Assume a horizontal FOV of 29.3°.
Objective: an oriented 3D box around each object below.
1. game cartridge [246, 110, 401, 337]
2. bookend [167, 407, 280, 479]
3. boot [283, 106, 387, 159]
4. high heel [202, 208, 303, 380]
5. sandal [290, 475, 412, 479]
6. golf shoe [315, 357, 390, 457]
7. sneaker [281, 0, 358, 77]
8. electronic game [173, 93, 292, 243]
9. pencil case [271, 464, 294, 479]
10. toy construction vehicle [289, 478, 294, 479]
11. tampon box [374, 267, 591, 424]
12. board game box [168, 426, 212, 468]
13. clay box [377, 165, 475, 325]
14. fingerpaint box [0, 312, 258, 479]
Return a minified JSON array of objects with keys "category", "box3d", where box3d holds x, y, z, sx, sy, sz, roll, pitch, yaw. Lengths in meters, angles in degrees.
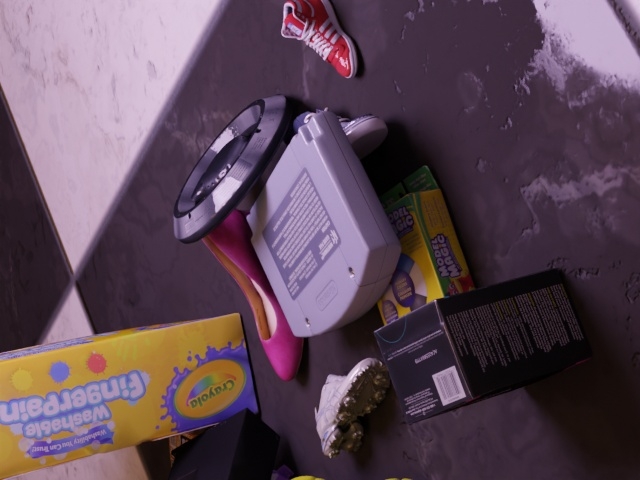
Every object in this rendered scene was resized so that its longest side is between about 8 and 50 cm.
[{"category":"game cartridge","box3d":[0.000,0.000,1.436,0.198,0.062,0.297,61,155,12]},{"category":"bookend","box3d":[-0.145,0.334,1.681,0.156,0.157,0.072,-33,115,28]},{"category":"boot","box3d":[0.009,-0.127,1.464,0.190,0.069,0.086,-37,72,55]},{"category":"high heel","box3d":[-0.096,0.076,1.635,0.082,0.117,0.244,-2,98,56]},{"category":"sandal","box3d":[0.067,0.372,1.504,0.317,0.126,0.138,-2,129,51]},{"category":"golf shoe","box3d":[0.028,0.193,1.536,0.086,0.069,0.176,60,142,35]},{"category":"sneaker","box3d":[-0.004,-0.240,1.453,0.118,0.067,0.042,63,144,22]},{"category":"electronic game","box3d":[-0.113,-0.092,1.564,0.048,0.229,0.229,37,150,-18]},{"category":"pencil case","box3d":[-0.121,0.398,1.750,0.206,0.088,0.086,-32,108,34]},{"category":"toy construction vehicle","box3d":[-0.001,0.367,1.662,0.098,0.035,0.086,-10,80,54]},{"category":"tampon box","box3d":[0.162,0.106,1.223,0.120,0.161,0.101,-36,70,55]},{"category":"board game box","box3d":[-0.169,0.367,1.892,0.193,0.045,0.147,10,108,54]},{"category":"clay box","box3d":[0.109,0.040,1.379,0.127,0.053,0.222,-36,70,55]},{"category":"fingerpaint box","box3d":[-0.379,0.230,1.804,0.371,0.444,0.163,-13,88,57]}]
